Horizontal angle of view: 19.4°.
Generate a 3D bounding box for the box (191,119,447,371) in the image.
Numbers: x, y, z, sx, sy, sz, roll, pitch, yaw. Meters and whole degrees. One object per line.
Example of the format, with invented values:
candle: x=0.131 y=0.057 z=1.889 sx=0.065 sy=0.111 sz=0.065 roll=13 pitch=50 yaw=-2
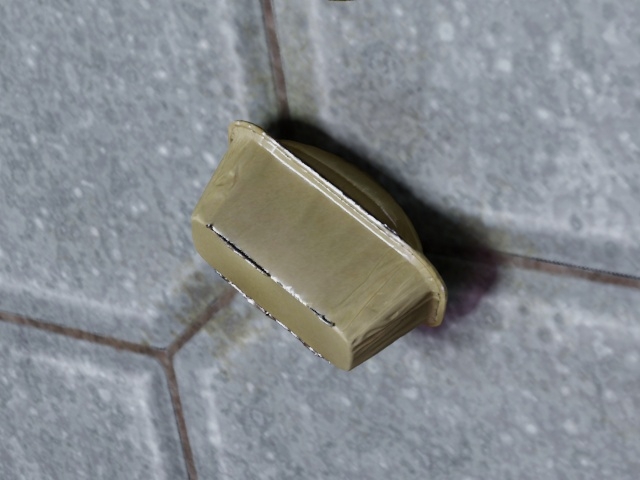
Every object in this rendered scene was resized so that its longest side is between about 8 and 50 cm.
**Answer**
box: x=0.000 y=0.000 z=1.165 sx=0.177 sy=0.111 sz=0.111 roll=37 pitch=135 yaw=14
